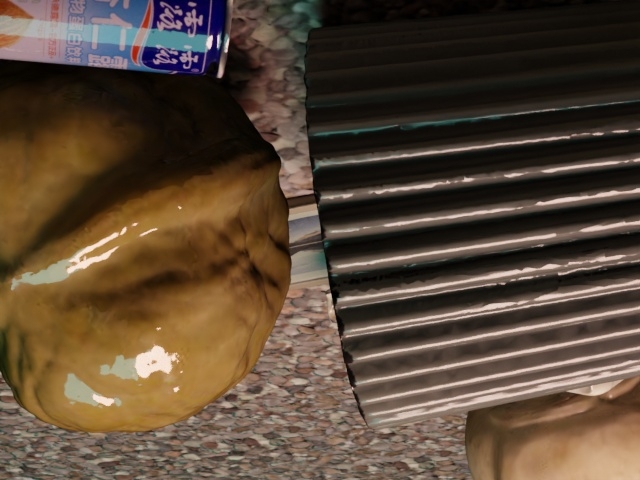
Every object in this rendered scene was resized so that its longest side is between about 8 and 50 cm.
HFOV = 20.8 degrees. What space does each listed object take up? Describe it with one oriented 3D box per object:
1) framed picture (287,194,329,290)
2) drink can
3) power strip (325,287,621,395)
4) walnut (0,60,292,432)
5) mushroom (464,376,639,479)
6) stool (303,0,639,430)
[{"bbox_3d":[0.000,0.000,1.598,0.203,0.015,0.150,-10,150,18],"label":"framed picture"},{"bbox_3d":[-0.180,-0.166,1.189,0.235,0.097,0.097,5,152,-7],"label":"drink can"},{"bbox_3d":[0.139,0.065,1.480,0.058,0.098,0.338,-24,-159,-40],"label":"power strip"},{"bbox_3d":[-0.159,-0.004,1.299,0.253,0.282,0.277,0,-169,22],"label":"walnut"},{"bbox_3d":[0.251,0.126,1.619,0.314,0.314,0.336,-14,121,25],"label":"mushroom"},{"bbox_3d":[0.175,-0.033,1.254,0.330,0.297,0.297,-9,152,6],"label":"stool"}]
